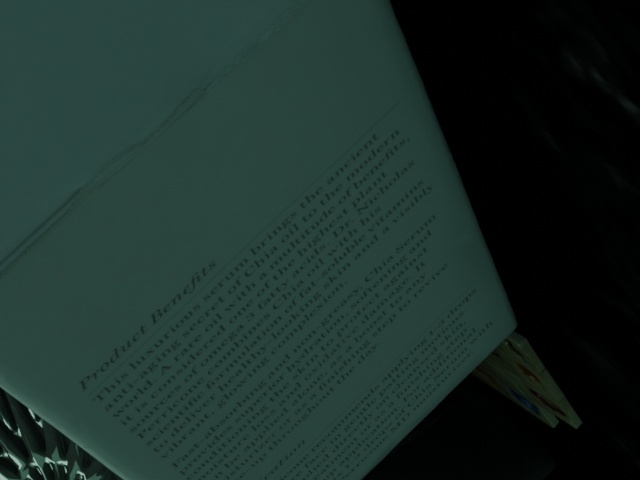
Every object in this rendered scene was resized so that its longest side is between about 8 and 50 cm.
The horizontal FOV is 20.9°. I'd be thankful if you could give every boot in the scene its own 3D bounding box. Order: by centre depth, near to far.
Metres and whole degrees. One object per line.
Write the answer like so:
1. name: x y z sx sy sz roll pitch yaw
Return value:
1. boot: -0.047 0.128 1.304 0.367 0.146 0.445 55 -144 10

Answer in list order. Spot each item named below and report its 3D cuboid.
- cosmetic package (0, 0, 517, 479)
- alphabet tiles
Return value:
1. cosmetic package: -0.060 -0.003 0.882 0.161 0.230 0.453 43 173 25
2. alphabet tiles: 0.079 0.048 1.220 0.237 0.009 0.198 32 166 41
